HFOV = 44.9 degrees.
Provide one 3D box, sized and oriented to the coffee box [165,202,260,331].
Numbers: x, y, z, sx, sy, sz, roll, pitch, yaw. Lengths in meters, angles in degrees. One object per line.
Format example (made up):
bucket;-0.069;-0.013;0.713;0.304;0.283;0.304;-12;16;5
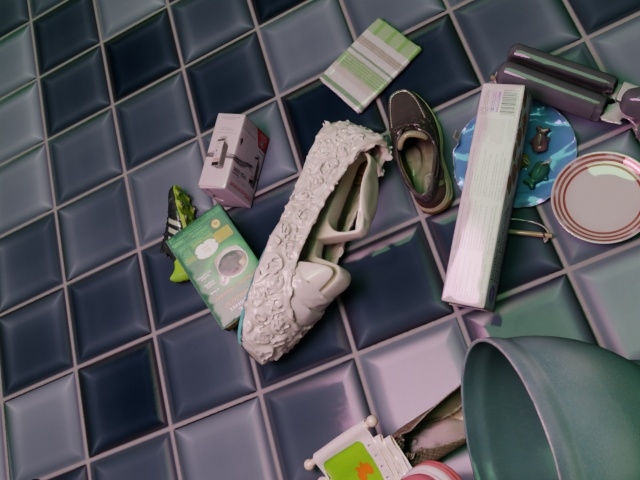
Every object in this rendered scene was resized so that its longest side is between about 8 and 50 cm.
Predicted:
coffee box;-0.158;0.044;1.262;0.113;0.040;0.184;-37;74;-1

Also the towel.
towel;0.085;-0.298;1.325;0.152;0.023;0.113;-44;62;1

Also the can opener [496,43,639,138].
can opener;0.395;-0.222;1.101;0.283;0.095;0.076;25;69;17

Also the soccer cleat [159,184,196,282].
soccer cleat;-0.249;-0.013;1.343;0.072;0.060;0.179;-22;66;17

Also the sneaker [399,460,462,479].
sneaker;0.051;0.399;0.972;0.116;0.136;0.314;46;116;28

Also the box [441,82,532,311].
box;0.241;-0.063;1.110;0.067;0.063;0.324;8;84;27

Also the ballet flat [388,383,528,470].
ballet flat;0.189;0.236;1.053;0.250;0.058;0.084;-35;59;9

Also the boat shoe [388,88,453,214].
boat shoe;0.150;-0.151;1.206;0.080;0.073;0.224;-19;65;16

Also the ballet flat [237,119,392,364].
ballet flat;0.000;0.000;1.172;0.147;0.147;0.409;14;78;28

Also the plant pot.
plant pot;0.306;0.240;0.896;0.196;0.293;0.293;-10;65;-8

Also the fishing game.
fishing game;0.287;-0.134;1.160;0.189;0.041;0.264;12;76;25

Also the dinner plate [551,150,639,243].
dinner plate;0.398;-0.060;1.090;0.141;0.017;0.141;-6;69;16

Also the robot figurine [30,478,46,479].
robot figurine;-0.423;0.462;1.138;0.209;0.278;0.174;-2;101;-15

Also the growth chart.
growth chart;0.083;0.359;1.047;0.172;0.021;0.237;-51;63;26

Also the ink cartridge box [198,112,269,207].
ink cartridge box;-0.146;-0.134;1.318;0.056;0.099;0.135;6;75;25
